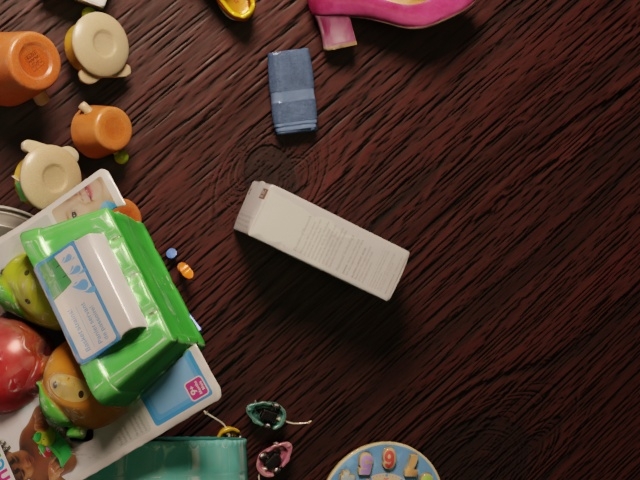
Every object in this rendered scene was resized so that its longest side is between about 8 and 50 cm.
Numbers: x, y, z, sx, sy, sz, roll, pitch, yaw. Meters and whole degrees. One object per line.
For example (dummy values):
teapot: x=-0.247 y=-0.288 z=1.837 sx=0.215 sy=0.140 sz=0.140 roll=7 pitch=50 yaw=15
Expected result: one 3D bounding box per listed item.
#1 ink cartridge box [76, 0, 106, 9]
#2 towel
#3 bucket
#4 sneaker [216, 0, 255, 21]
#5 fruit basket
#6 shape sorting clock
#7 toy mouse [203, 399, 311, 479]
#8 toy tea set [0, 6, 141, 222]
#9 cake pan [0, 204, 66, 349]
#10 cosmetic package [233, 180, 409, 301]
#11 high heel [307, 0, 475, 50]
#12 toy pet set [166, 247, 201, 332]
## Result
ink cartridge box: x=-0.312 y=-0.378 z=1.303 sx=0.088 sy=0.052 sz=0.123 roll=18 pitch=90 yaw=-17
towel: x=-0.041 y=-0.214 z=1.413 sx=0.067 sy=0.029 sz=0.120 roll=-7 pitch=100 yaw=-15
bucket: x=-0.219 y=0.355 z=1.305 sx=0.281 sy=0.281 sz=0.183 roll=3 pitch=79 yaw=-16
sneaker: x=-0.149 y=-0.376 z=1.342 sx=0.175 sy=0.067 sz=0.064 roll=43 pitch=86 yaw=-15
fruit basket: x=-0.338 y=0.132 z=1.186 sx=0.353 sy=0.165 sz=0.327 roll=-29 pitch=74 yaw=2
shape sorting clock: x=0.097 y=0.415 z=1.526 sx=0.206 sy=0.040 sz=0.206 roll=-2 pitch=98 yaw=-16
toy mouse: x=-0.082 y=0.292 z=1.463 sx=0.143 sy=0.031 sz=0.161 roll=-23 pitch=103 yaw=-12
toy tea set: x=-0.351 y=-0.138 z=1.311 sx=0.200 sy=0.124 sz=0.336 roll=-12 pitch=98 yaw=-44
cake pan: x=-0.452 y=0.099 z=1.323 sx=0.293 sy=0.054 sz=0.293 roll=-2 pitch=98 yaw=-16
cosmetic package: x=0.000 y=0.000 z=1.407 sx=0.231 sy=0.117 sz=0.086 roll=24 pitch=89 yaw=-16
high heel: x=0.102 y=-0.359 z=1.410 sx=0.244 sy=0.082 sz=0.117 roll=-14 pitch=111 yaw=-1
toy pet set: x=-0.219 y=0.097 z=1.398 sx=0.122 sy=0.065 sz=0.114 roll=-38 pitch=70 yaw=-11
